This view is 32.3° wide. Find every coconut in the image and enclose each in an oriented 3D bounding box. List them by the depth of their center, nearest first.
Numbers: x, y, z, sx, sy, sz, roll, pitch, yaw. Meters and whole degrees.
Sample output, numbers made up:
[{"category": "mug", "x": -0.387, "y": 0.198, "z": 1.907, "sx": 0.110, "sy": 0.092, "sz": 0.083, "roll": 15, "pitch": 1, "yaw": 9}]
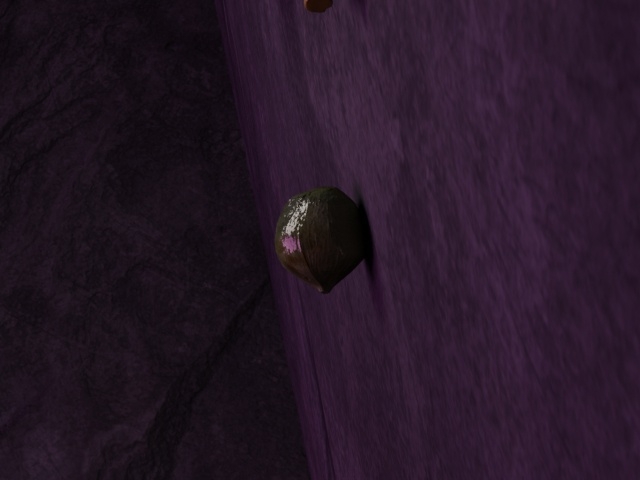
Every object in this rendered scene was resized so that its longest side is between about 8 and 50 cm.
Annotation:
[{"category": "coconut", "x": 0.000, "y": 0.000, "z": 0.990, "sx": 0.088, "sy": 0.088, "sz": 0.096, "roll": 139, "pitch": 126, "yaw": -83}]

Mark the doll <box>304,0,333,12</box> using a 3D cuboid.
[{"category": "doll", "x": -0.013, "y": -0.234, "z": 0.839, "sx": 0.099, "sy": 0.057, "sz": 0.143, "roll": 117, "pitch": 149, "yaw": -44}]
